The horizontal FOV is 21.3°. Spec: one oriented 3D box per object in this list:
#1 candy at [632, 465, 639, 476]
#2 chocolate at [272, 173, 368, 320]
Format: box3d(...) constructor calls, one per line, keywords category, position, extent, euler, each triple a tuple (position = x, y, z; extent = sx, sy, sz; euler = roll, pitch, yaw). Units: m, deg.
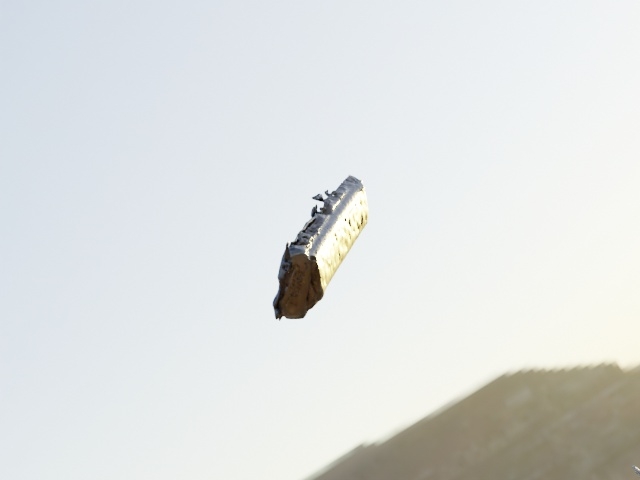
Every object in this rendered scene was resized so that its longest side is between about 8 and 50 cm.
box3d(category="candy", position=(0.391, 0.281, 1.865), extent=(0.094, 0.051, 0.226), euler=(-27, 13, 12))
box3d(category="chocolate", position=(0.005, 0.004, 2.095), extent=(0.329, 0.065, 0.102), euler=(-58, -18, -67))
